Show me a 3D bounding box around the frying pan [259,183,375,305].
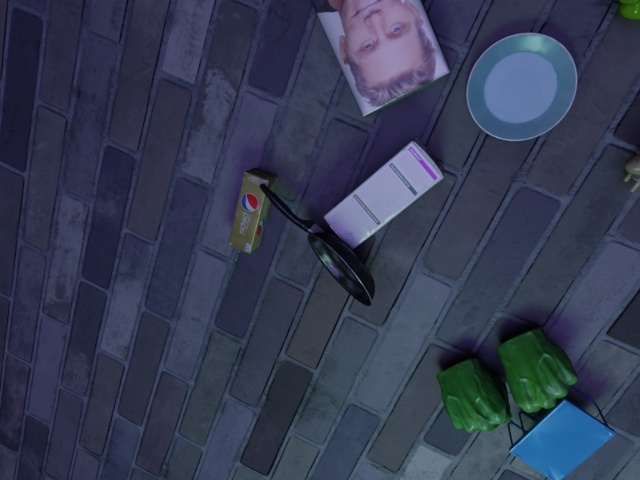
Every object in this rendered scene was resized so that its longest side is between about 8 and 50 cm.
[{"bbox_3d":[0.004,0.014,0.979,0.053,0.197,0.326,-40,68,-12],"label":"frying pan"}]

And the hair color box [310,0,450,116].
[{"bbox_3d":[0.088,-0.423,0.818,0.174,0.105,0.347,-23,101,21],"label":"hair color box"}]

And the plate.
[{"bbox_3d":[0.366,-0.279,0.833,0.188,0.024,0.188,4,107,13],"label":"plate"}]

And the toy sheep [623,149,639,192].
[{"bbox_3d":[0.598,-0.118,0.791,0.132,0.091,0.091,13,111,-4],"label":"toy sheep"}]

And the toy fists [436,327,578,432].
[{"bbox_3d":[0.387,0.306,0.950,0.279,0.142,0.096,-33,141,22],"label":"toy fists"}]

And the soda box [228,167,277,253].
[{"bbox_3d":[-0.153,-0.067,1.020,0.058,0.061,0.181,21,112,8],"label":"soda box"}]

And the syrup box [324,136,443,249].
[{"bbox_3d":[0.129,-0.094,0.918,0.237,0.093,0.096,-39,94,22],"label":"syrup box"}]

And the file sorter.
[{"bbox_3d":[0.502,0.399,0.969,0.118,0.104,0.170,33,112,3],"label":"file sorter"}]

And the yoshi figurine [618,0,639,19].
[{"bbox_3d":[0.628,-0.427,0.628,0.362,0.203,0.203,-34,103,25],"label":"yoshi figurine"}]
